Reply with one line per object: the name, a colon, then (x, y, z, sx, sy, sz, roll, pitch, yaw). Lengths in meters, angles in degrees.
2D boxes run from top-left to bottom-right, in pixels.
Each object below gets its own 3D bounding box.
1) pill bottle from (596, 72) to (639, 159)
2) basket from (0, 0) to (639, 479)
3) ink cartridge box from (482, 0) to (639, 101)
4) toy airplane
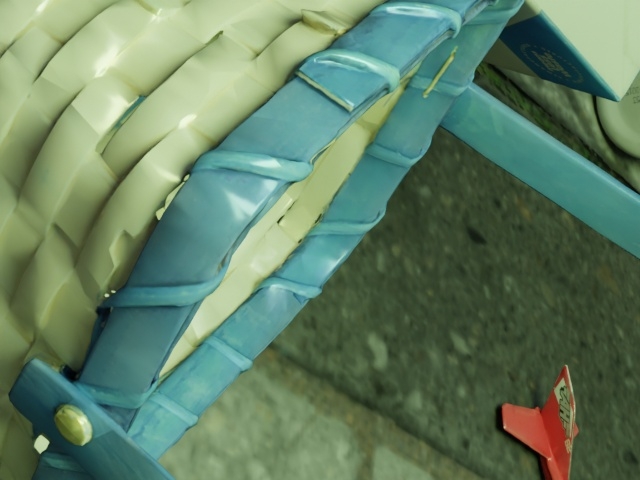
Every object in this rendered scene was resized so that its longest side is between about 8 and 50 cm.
pill bottle: (0.257, -0.092, 0.886, 0.160, 0.087, 0.087, -3, 76, -48)
basket: (0.000, 0.000, 0.457, 0.289, 0.201, 0.255, 37, 41, 12)
ink cartridge box: (0.039, -0.150, 0.614, 0.134, 0.231, 0.078, 36, 83, -41)
toy airplane: (0.126, 0.140, 0.688, 0.151, 0.028, 0.151, 23, 56, -41)
